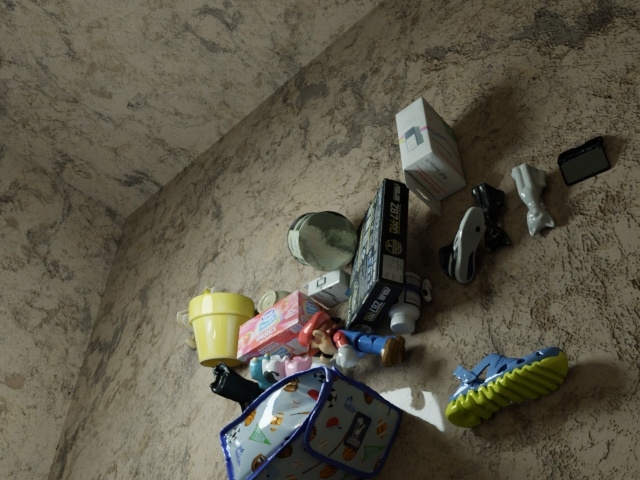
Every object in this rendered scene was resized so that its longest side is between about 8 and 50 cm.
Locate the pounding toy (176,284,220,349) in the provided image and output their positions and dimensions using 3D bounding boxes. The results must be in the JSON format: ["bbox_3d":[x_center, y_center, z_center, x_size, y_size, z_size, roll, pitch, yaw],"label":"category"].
[{"bbox_3d":[-0.539,0.318,2.566,0.155,0.154,0.269,5,63,53],"label":"pounding toy"}]

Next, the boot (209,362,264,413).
[{"bbox_3d":[-0.273,0.539,1.982,0.094,0.207,0.246,-40,35,19],"label":"boot"}]

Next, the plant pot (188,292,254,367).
[{"bbox_3d":[-0.378,0.351,2.274,0.254,0.254,0.239,-23,58,38],"label":"plant pot"}]

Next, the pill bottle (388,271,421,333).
[{"bbox_3d":[0.248,0.186,1.764,0.094,0.094,0.169,-23,43,38],"label":"pill bottle"}]

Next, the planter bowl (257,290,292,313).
[{"bbox_3d":[-0.163,0.250,2.203,0.162,0.109,0.162,-33,38,30],"label":"planter bowl"}]

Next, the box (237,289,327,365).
[{"bbox_3d":[-0.131,0.322,2.059,0.300,0.154,0.142,-35,36,28],"label":"box"}]

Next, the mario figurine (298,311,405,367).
[{"bbox_3d":[0.078,0.323,1.740,0.321,0.198,0.170,7,54,29],"label":"mario figurine"}]

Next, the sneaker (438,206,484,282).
[{"bbox_3d":[0.392,0.005,1.710,0.121,0.079,0.216,19,99,63],"label":"sneaker"}]

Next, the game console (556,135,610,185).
[{"bbox_3d":[0.720,-0.218,1.629,0.122,0.071,0.107,-25,12,35],"label":"game console"}]

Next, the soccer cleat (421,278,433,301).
[{"bbox_3d":[0.314,0.145,1.773,0.029,0.036,0.083,-31,39,31],"label":"soccer cleat"}]

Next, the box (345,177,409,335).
[{"bbox_3d":[0.173,0.055,1.844,0.318,0.097,0.394,116,166,-51],"label":"box"}]

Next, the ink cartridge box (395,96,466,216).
[{"bbox_3d":[0.362,-0.274,1.946,0.119,0.207,0.353,-31,41,31],"label":"ink cartridge box"}]

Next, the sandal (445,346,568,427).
[{"bbox_3d":[0.423,0.318,1.405,0.317,0.126,0.138,-32,34,27],"label":"sandal"}]

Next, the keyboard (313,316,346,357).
[{"bbox_3d":[0.028,0.319,1.922,0.100,0.038,0.192,1,32,16],"label":"keyboard"}]

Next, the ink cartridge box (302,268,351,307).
[{"bbox_3d":[0.032,0.171,2.039,0.180,0.104,0.060,-28,41,34],"label":"ink cartridge box"}]

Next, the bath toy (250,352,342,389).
[{"bbox_3d":[-0.067,0.434,1.900,0.348,0.151,0.129,-6,90,42],"label":"bath toy"}]

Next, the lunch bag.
[{"bbox_3d":[-0.011,0.517,1.564,0.385,0.328,0.239,-44,38,10],"label":"lunch bag"}]

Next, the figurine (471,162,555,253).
[{"bbox_3d":[0.542,-0.085,1.673,0.215,0.092,0.209,-27,50,35],"label":"figurine"}]

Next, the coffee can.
[{"bbox_3d":[0.000,0.000,2.064,0.201,0.202,0.275,-56,10,-4],"label":"coffee can"}]
